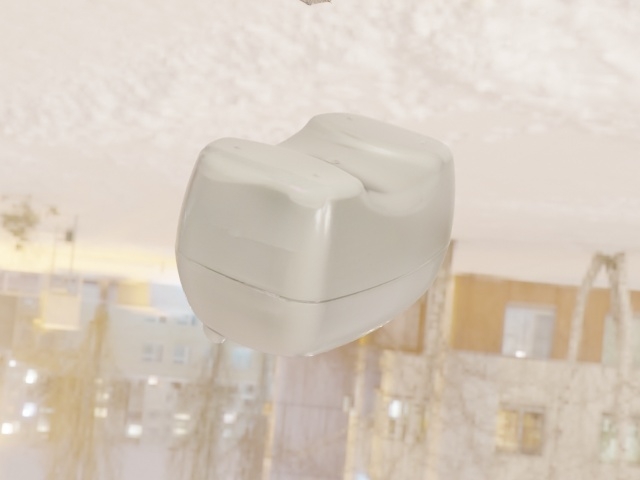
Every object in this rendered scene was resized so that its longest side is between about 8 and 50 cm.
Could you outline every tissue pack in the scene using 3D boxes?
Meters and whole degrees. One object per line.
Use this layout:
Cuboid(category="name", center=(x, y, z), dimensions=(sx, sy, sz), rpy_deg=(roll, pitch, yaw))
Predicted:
Cuboid(category="tissue pack", center=(0.000, 0.000, 1.303), dimensions=(0.229, 0.236, 0.333), rpy_deg=(20, -156, 30))

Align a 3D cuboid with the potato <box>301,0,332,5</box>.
Cuboid(category="potato", center=(-0.010, -0.296, 1.335), dimensions=(0.036, 0.037, 0.093), rpy_deg=(14, -174, -17))
